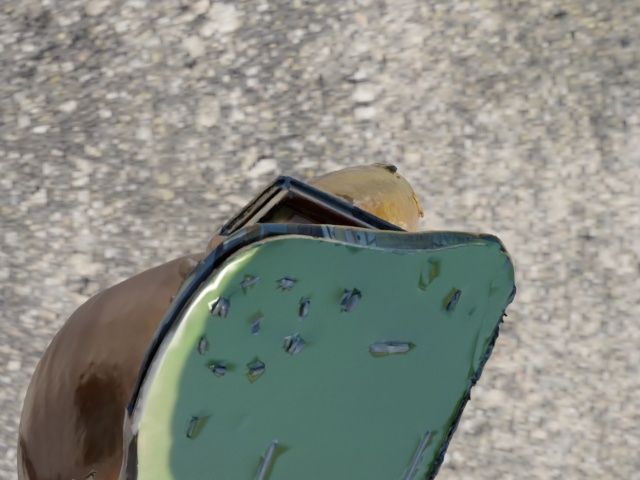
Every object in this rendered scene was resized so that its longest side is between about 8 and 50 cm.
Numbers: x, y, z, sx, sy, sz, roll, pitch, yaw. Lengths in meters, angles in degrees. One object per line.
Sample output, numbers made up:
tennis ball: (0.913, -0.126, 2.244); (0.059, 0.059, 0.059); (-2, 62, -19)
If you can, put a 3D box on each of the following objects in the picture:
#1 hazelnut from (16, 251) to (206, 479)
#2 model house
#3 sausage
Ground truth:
hazelnut: (-0.137, 0.190, 1.523); (0.366, 0.366, 0.366); (-1, 91, -31)
model house: (-0.046, 0.082, 0.849); (0.207, 0.154, 0.294); (3, 122, -33)
sausage: (0.001, 0.002, 1.221); (0.270, 0.109, 0.109); (-28, 108, -60)
